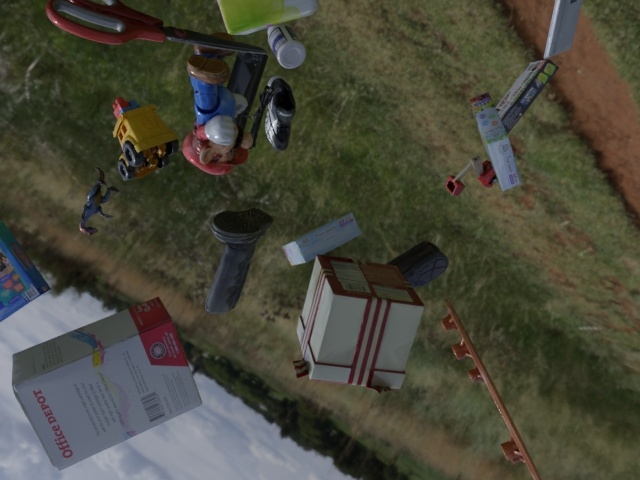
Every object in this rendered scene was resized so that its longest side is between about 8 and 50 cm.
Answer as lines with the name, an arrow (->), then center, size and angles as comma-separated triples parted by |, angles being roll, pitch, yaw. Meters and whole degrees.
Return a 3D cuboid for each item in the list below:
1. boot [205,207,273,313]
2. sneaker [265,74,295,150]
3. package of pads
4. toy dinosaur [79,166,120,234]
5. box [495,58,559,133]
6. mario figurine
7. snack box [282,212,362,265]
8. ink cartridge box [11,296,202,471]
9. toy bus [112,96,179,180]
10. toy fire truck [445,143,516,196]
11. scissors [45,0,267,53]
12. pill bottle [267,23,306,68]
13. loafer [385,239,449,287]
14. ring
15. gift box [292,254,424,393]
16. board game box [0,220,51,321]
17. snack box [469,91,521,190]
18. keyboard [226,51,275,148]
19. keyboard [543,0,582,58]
boot -> -0.177, 0.046, 1.187 | 0.076, 0.208, 0.190 | 38, -160, 18
sneaker -> -0.120, -0.382, 1.925 | 0.106, 0.078, 0.234 | -136, 42, -58
package of pads -> -0.168, -0.757, 1.876 | 0.101, 0.297, 0.229 | -89, -18, -70
toy dinosaur -> -0.343, -0.052, 0.961 | 0.047, 0.082, 0.090 | 30, -161, -38
box -> 0.489, -0.350, 1.552 | 0.036, 0.207, 0.114 | 36, -173, -10
mario figurine -> -0.189, -0.260, 1.295 | 0.170, 0.198, 0.320 | 36, 149, 18
snack box -> 0.000, 0.000, 1.699 | 0.070, 0.174, 0.207 | 64, 166, -3
ink cartridge box -> -0.423, 0.281, 1.259 | 0.131, 0.306, 0.226 | 39, 145, 57
toy bus -> -0.544, -0.307, 1.845 | 0.211, 0.149, 0.220 | 58, 144, 3
toy fire truck -> 0.465, -0.209, 1.820 | 0.135, 0.192, 0.047 | 8, -143, -32
scissors -> -0.208, -0.273, 0.845 | 0.297, 0.109, 0.021 | 15, 137, -25
pill bottle -> -0.115, -0.636, 2.020 | 0.094, 0.094, 0.169 | 48, -167, -48
loafer -> 0.190, 0.101, 1.664 | 0.095, 0.302, 0.109 | 59, 177, 43
ring -> 0.253, 0.243, 0.919 | 0.336, 0.032, 0.336 | 61, -171, -16
gift box -> 0.075, 0.209, 1.473 | 0.255, 0.258, 0.276 | 10, -159, -10
board game box -> -0.806, 0.081, 1.578 | 0.210, 0.160, 0.047 | 58, -165, -8
snack box -> 0.289, -0.160, 1.031 | 0.141, 0.037, 0.100 | 49, -156, -52
keyboard -> -0.198, -0.326, 1.611 | 0.033, 0.317, 0.201 | 5, -157, -43
keyboard -> 0.495, -0.482, 1.242 | 0.014, 0.072, 0.256 | 49, 159, 36
